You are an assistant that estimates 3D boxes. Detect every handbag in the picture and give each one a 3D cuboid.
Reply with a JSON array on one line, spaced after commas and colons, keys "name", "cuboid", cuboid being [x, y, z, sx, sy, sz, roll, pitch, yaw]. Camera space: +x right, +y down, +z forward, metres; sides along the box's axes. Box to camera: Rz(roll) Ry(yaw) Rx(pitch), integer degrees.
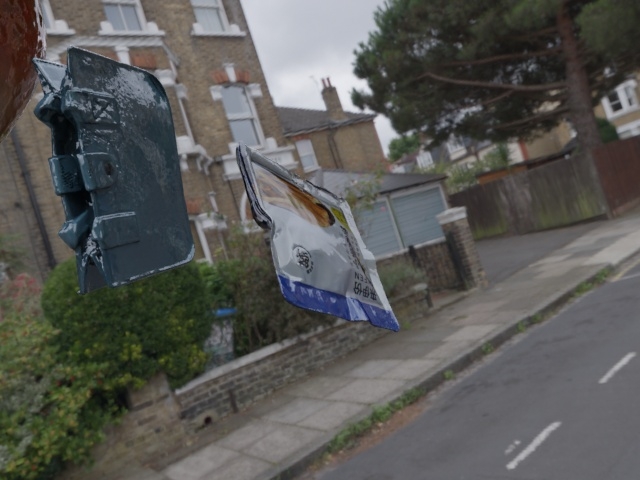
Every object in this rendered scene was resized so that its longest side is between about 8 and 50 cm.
[{"name": "handbag", "cuboid": [-0.212, -0.070, 0.567, 0.062, 0.229, 0.179, -8, 4, 14]}]

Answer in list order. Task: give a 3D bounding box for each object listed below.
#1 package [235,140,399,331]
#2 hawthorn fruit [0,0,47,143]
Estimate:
[{"name": "package", "cuboid": [0.000, 0.000, 0.506, 0.027, 0.173, 0.171, -38, -35, 23]}, {"name": "hawthorn fruit", "cuboid": [-0.501, -0.222, 0.530, 0.402, 0.403, 0.403, -18, -2, -1]}]
